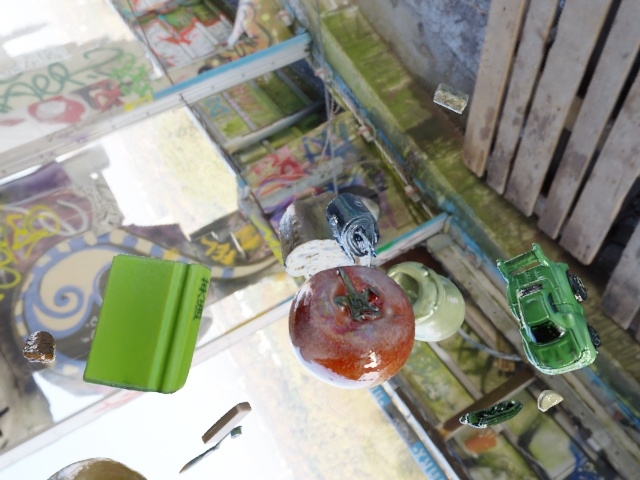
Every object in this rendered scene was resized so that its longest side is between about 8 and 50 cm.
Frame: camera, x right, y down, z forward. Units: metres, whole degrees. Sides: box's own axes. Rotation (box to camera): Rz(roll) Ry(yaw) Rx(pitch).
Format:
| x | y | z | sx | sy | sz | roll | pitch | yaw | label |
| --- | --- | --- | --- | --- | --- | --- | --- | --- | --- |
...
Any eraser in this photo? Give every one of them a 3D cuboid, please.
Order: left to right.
| x | y | z | sx | sy | sz | roll | pitch | yaw | label |
| --- | --- | --- | --- | --- | --- | --- | --- | --- | --- |
| -0.361 | 0.176 | 1.119 | 0.092 | 0.210 | 0.274 | 55 | -138 | -73 | eraser |

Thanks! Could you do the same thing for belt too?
| x | y | z | sx | sy | sz | roll | pitch | yaw | label |
| --- | --- | --- | --- | --- | --- | --- | --- | --- | --- |
| 0.098 | -0.029 | 1.452 | 0.128 | 0.122 | 0.218 | 53 | 177 | 32 | belt |

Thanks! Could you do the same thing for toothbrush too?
| x | y | z | sx | sy | sz | roll | pitch | yaw | label |
| --- | --- | --- | --- | --- | --- | --- | --- | --- | --- |
| -0.379 | 0.718 | 1.799 | 0.028 | 0.375 | 0.037 | 25 | -144 | -38 | toothbrush |

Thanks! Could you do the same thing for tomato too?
| x | y | z | sx | sy | sz | roll | pitch | yaw | label |
| --- | --- | --- | --- | --- | --- | --- | --- | --- | --- |
| 0.065 | 0.185 | 1.121 | 0.270 | 0.270 | 0.227 | 52 | 151 | 34 | tomato |

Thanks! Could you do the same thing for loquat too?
| x | y | z | sx | sy | sz | roll | pitch | yaw | label |
| --- | --- | --- | --- | --- | --- | --- | --- | --- | --- |
| -0.556 | 0.698 | 1.287 | 0.328 | 0.329 | 0.328 | 55 | 162 | 27 | loquat |

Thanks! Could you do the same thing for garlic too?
| x | y | z | sx | sy | sz | roll | pitch | yaw | label |
| --- | --- | --- | --- | --- | --- | --- | --- | --- | --- |
| 0.727 | 0.507 | 1.688 | 0.053 | 0.083 | 0.041 | 56 | 169 | 9 | garlic |

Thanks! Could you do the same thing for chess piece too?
| x | y | z | sx | sy | sz | roll | pitch | yaw | label |
| --- | --- | --- | --- | --- | --- | --- | --- | --- | --- |
| 0.299 | 0.181 | 1.576 | 0.234 | 0.234 | 0.442 | 56 | -172 | 22 | chess piece |

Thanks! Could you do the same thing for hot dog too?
| x | y | z | sx | sy | sz | roll | pitch | yaw | label |
| --- | --- | --- | --- | --- | --- | --- | --- | --- | --- |
| -0.556 | 0.215 | 1.050 | 0.035 | 0.058 | 0.083 | -63 | 34 | 15 | hot dog |

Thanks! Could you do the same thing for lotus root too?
| x | y | z | sx | sy | sz | roll | pitch | yaw | label |
| --- | --- | --- | --- | --- | --- | --- | --- | --- | --- |
| 0.000 | 0.000 | 1.751 | 0.316 | 0.316 | 0.249 | 85 | 168 | -53 | lotus root |

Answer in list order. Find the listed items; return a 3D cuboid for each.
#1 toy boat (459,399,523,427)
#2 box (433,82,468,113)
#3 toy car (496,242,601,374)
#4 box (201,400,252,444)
| x | y | z | sx | sy | sz | roll | pitch | yaw | label |
| --- | --- | --- | --- | --- | --- | --- | --- | --- | --- |
| 0.503 | 0.504 | 1.534 | 0.104 | 0.210 | 0.052 | -23 | 75 | 59 | toy boat |
| 0.392 | -0.428 | 1.590 | 0.098 | 0.062 | 0.045 | 24 | 135 | -4 | box |
| 0.674 | 0.209 | 1.587 | 0.213 | 0.177 | 0.358 | -30 | 52 | 39 | toy car |
| -0.189 | 0.366 | 1.062 | 0.025 | 0.115 | 0.048 | 52 | -164 | 28 | box |
